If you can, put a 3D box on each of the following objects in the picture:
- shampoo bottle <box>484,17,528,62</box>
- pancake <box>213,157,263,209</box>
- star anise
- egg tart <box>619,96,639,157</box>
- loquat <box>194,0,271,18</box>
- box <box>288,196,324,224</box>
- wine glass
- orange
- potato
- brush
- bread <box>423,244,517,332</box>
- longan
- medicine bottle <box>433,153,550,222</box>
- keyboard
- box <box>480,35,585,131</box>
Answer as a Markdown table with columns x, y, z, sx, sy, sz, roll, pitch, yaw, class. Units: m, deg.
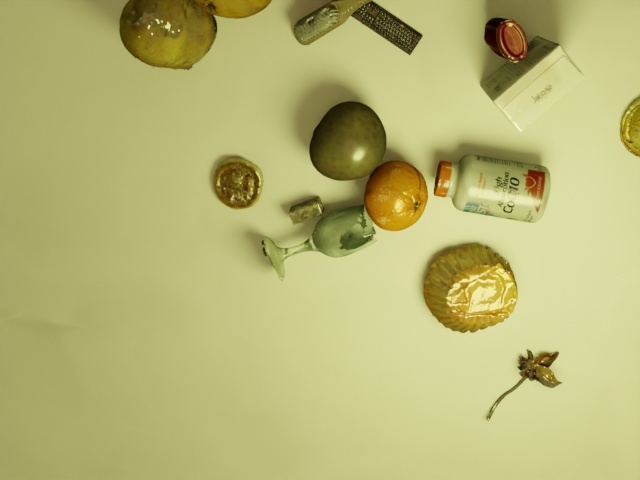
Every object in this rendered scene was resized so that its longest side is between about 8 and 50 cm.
| x | y | z | sx | sy | sz | roll | pitch | yaw | class |
| --- | --- | --- | --- | --- | --- | --- | --- | --- | --- |
| 0.446 | -0.494 | 1.732 | 0.064 | 0.260 | 0.102 | -26 | 105 | 13 | shampoo bottle |
| -0.238 | -0.163 | 2.043 | 0.158 | 0.028 | 0.158 | 2 | 112 | 4 | pancake |
| 0.617 | 0.448 | 2.135 | 0.218 | 0.148 | 0.227 | -19 | 140 | -21 | star anise |
| 0.884 | -0.296 | 1.856 | 0.191 | 0.074 | 0.191 | 3 | 112 | 6 | egg tart |
| -0.221 | -0.680 | 1.742 | 0.262 | 0.263 | 0.263 | 2 | 109 | 5 | loquat |
| -0.039 | -0.085 | 2.031 | 0.098 | 0.062 | 0.045 | -19 | 109 | 10 | box |
| 0.000 | 0.000 | 2.019 | 0.321 | 0.143 | 0.143 | -22 | 105 | 11 | wine glass |
| 0.208 | -0.120 | 1.924 | 0.161 | 0.193 | 0.193 | 13 | 114 | 36 | orange |
| -0.405 | -0.548 | 1.808 | 0.229 | 0.266 | 0.229 | 3 | 108 | 9 | potato |
| 0.060 | -0.593 | 1.805 | 0.327 | 0.065 | 0.070 | -23 | 101 | 28 | brush |
| 0.429 | 0.145 | 2.018 | 0.274 | 0.149 | 0.274 | 1 | 103 | 3 | bread |
| 0.074 | -0.257 | 1.892 | 0.196 | 0.196 | 0.220 | 40 | 104 | -8 | longan |
| 0.455 | -0.144 | 1.908 | 0.288 | 0.157 | 0.157 | 9 | 110 | 3 | medicine bottle |
| 0.171 | -0.567 | 1.869 | 0.198 | 0.010 | 0.064 | 32 | 107 | -5 | keyboard |
| 0.517 | -0.395 | 1.761 | 0.194 | 0.260 | 0.111 | -41 | 105 | 18 | box |
